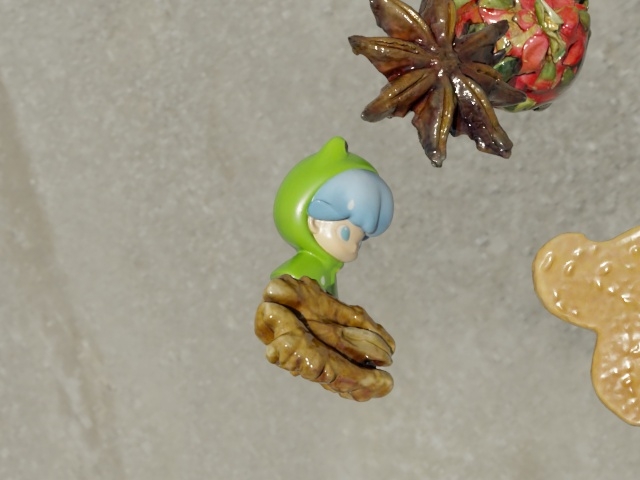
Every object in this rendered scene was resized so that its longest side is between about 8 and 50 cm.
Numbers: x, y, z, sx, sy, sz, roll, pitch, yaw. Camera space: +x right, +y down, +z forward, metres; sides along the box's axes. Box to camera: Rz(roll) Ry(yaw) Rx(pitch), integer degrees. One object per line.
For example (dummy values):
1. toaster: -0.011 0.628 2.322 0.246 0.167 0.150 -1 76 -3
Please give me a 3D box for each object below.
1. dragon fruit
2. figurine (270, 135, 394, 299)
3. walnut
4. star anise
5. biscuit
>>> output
1. dragon fruit: 0.282 -0.314 1.845 0.231 0.303 0.237 12 111 -3
2. figurine: 0.000 0.000 1.608 0.143 0.263 0.162 14 169 33
3. walnut: 0.001 0.111 1.325 0.170 0.143 0.069 31 125 -14
4. star anise: 0.127 -0.198 1.466 0.272 0.272 0.102 57 148 0
5. biscuit: 0.372 0.027 1.079 0.216 0.339 0.047 64 -169 19
